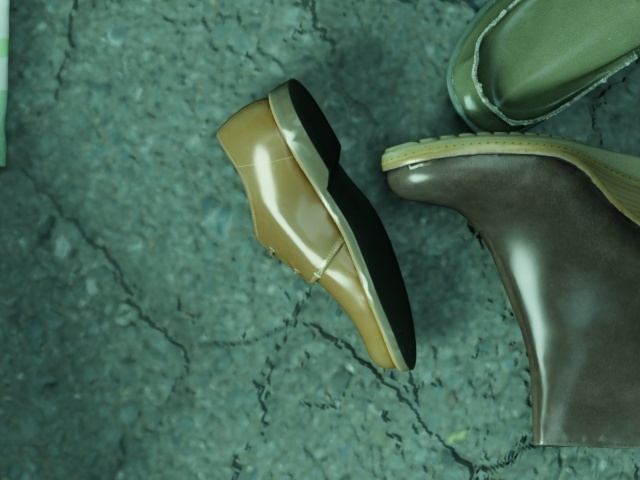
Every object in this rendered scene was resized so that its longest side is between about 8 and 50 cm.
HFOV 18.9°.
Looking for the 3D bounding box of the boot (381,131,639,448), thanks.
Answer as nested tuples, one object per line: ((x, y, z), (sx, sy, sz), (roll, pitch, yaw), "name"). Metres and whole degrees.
((0.155, 0.037, 1.311), (0.249, 0.090, 0.206), (6, 84, -17), "boot")

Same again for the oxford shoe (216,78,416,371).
((0.000, 0.000, 1.299), (0.076, 0.076, 0.212), (-26, 97, 17), "oxford shoe")

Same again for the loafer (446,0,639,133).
((0.192, -0.165, 1.332), (0.251, 0.087, 0.094), (-41, 97, -12), "loafer")

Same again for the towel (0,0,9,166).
((-0.317, -0.209, 1.203), (0.248, 0.038, 0.324), (1, 99, -13), "towel")
